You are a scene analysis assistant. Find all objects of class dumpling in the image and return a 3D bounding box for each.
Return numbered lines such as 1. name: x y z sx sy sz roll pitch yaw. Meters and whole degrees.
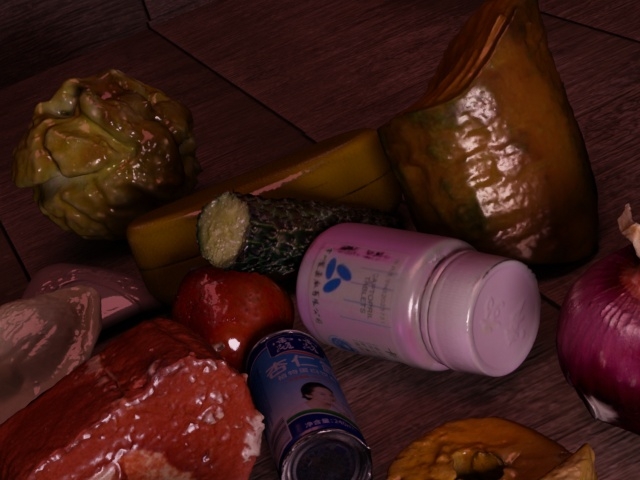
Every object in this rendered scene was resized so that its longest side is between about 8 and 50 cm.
1. dumpling: -0.356 0.153 1.795 0.215 0.126 0.166 -22 40 -14

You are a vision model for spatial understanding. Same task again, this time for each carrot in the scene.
1. carrot: 0.198 -0.127 1.772 0.241 0.341 0.241 -20 7 3

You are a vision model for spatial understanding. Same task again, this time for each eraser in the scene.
1. eraser: -0.351 0.080 2.006 0.204 0.059 0.243 -27 30 -16

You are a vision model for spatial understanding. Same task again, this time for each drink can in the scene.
1. drink can: -0.016 0.183 1.509 0.097 0.097 0.235 -21 23 -4

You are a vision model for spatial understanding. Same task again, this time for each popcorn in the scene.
1. popcorn: -0.320 -0.134 2.200 0.247 0.282 0.282 -43 15 23

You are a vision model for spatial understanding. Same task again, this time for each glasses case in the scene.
1. glasses case: -0.064 -0.023 1.921 0.371 0.141 0.173 -23 10 -10

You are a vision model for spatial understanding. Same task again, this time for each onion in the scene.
1. onion: 0.321 0.100 1.364 0.207 0.201 0.200 29 44 17

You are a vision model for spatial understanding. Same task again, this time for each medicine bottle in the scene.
1. medicine bottle: 0.106 0.066 1.600 0.254 0.152 0.152 12 38 45

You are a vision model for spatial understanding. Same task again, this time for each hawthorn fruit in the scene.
1. hawthorn fruit: -0.104 0.110 1.694 0.148 0.148 0.172 -12 50 16

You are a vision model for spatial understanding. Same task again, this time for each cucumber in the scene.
1. cucumber: 0.000 0.000 1.740 0.096 0.096 0.359 2 -3 38

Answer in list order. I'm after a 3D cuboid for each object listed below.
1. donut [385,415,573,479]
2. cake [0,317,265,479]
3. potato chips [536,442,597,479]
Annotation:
1. donut: 0.148 0.231 1.333 0.162 0.065 0.178 -21 23 -17
2. cake: -0.191 0.212 1.470 0.283 0.177 0.151 -38 27 -11
3. potato chips: 0.157 0.315 1.130 0.080 0.057 0.407 -11 31 26
